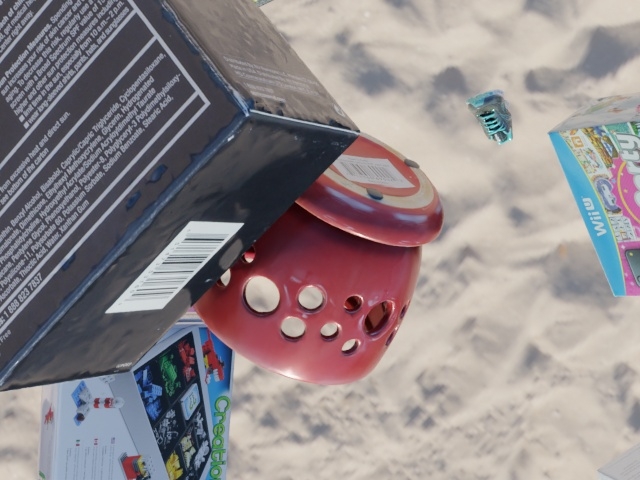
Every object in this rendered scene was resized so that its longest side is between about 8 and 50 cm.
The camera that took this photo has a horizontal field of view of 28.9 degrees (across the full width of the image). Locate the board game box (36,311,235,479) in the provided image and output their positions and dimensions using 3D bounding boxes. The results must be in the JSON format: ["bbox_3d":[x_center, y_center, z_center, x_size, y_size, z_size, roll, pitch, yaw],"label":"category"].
[{"bbox_3d":[-0.190,0.226,1.271,0.193,0.053,0.305,2,96,-31],"label":"board game box"}]

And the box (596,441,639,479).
[{"bbox_3d":[0.470,0.341,1.626,0.130,0.170,0.091,-23,118,-30],"label":"box"}]

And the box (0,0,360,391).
[{"bbox_3d":[-0.183,-0.095,0.948,0.296,0.294,0.183,-44,161,20],"label":"box"}]

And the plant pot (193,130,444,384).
[{"bbox_3d":[0.000,0.000,1.071,0.191,0.191,0.174,6,121,-37],"label":"plant pot"}]

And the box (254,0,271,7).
[{"bbox_3d":[-0.084,-0.414,1.751,0.190,0.184,0.045,-23,141,13],"label":"box"}]

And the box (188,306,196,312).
[{"bbox_3d":[-0.295,0.169,2.022,0.243,0.213,0.117,4,131,-22],"label":"box"}]

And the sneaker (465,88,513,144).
[{"bbox_3d":[0.293,-0.204,2.083,0.065,0.076,0.166,-20,167,21],"label":"sneaker"}]

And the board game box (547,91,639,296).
[{"bbox_3d":[0.420,-0.054,1.328,0.097,0.303,0.224,-36,109,-31],"label":"board game box"}]
